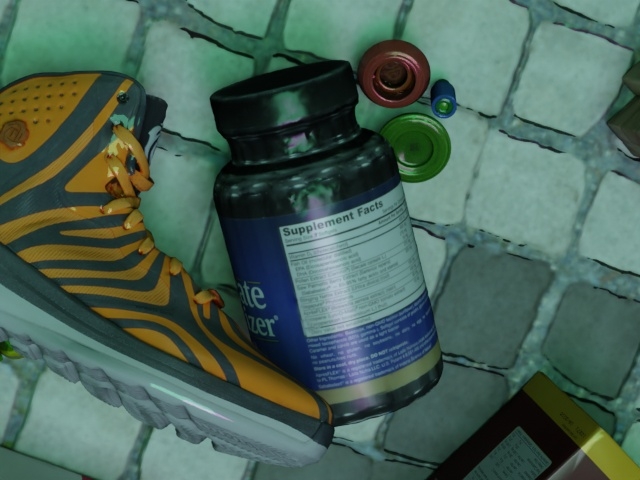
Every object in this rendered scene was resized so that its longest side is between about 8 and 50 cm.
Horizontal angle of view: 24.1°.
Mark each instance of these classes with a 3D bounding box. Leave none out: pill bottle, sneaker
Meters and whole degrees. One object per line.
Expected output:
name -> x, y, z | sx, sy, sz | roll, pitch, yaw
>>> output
pill bottle -> 0.000, 0.000, 0.978 | 0.122, 0.123, 0.219 | -16, 103, -6
sneaker -> -0.111, 0.002, 0.915 | 0.321, 0.124, 0.180 | 28, 73, 3

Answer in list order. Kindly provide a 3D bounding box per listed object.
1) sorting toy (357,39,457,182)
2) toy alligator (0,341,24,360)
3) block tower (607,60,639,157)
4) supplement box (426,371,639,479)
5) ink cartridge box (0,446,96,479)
sorting toy -> 0.062, -0.093, 1.016 | 0.061, 0.042, 0.102 | -12, 116, 9
toy alligator -> -0.208, 0.043, 0.994 | 0.189, 0.056, 0.051 | -34, 62, -8
block tower -> 0.337, 0.003, 1.051 | 0.091, 0.097, 0.335 | -42, 103, 1
supplement box -> 0.163, 0.238, 1.051 | 0.194, 0.129, 0.191 | -43, 105, 1
ink cartridge box -> -0.251, 0.223, 0.994 | 0.237, 0.100, 0.172 | 23, 97, -14
